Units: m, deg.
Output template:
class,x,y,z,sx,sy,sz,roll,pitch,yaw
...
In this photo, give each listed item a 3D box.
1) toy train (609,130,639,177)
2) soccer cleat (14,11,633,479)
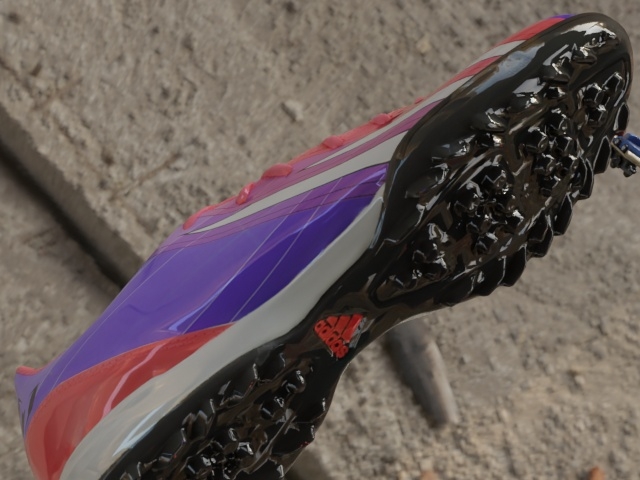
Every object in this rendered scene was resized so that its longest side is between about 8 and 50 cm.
class,x,y,z,sx,sy,sz,roll,pitch,yaw
toy train,0.282,-0.106,1.073,0.027,0.036,0.158,30,20,-22
soccer cleat,0.000,0.000,0.479,0.318,0.108,0.116,-43,48,-6
